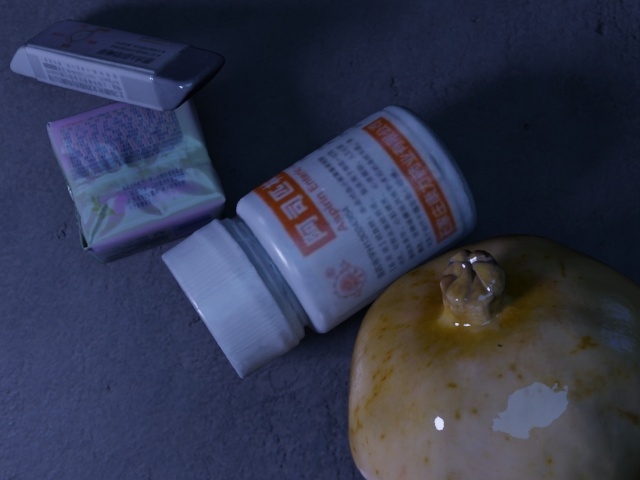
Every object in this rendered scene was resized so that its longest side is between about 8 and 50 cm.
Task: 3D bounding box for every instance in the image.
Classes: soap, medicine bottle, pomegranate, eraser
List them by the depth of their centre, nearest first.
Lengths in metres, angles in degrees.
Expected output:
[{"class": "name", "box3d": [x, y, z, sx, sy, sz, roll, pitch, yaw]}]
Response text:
[{"class": "pomegranate", "box3d": [0.219, 0.171, 1.195, 0.411, 0.411, 0.412, 1, 80, -3]}, {"class": "medicine bottle", "box3d": [0.000, 0.000, 1.300, 0.371, 0.211, 0.211, -33, 83, -9]}, {"class": "eraser", "box3d": [-0.274, -0.234, 1.312, 0.351, 0.061, 0.089, 18, 47, 31]}, {"class": "soap", "box3d": [-0.243, -0.088, 1.338, 0.199, 0.138, 0.182, -19, 81, -7]}]
